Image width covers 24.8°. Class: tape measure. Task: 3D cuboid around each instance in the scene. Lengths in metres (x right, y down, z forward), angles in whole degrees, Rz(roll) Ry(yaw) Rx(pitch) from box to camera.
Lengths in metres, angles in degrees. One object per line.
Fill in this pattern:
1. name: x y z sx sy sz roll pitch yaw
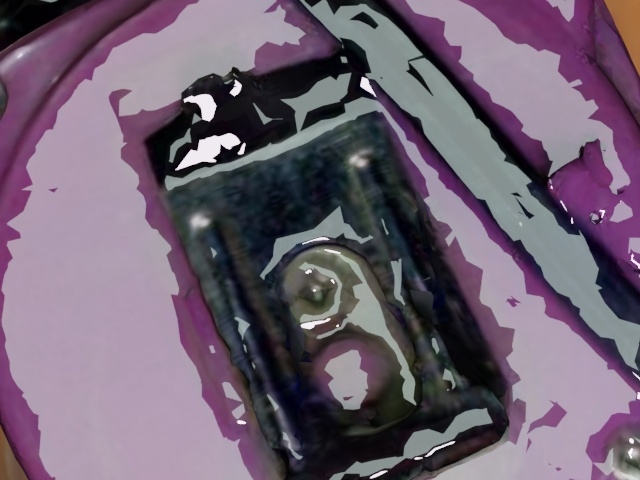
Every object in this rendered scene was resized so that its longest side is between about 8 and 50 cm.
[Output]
1. tape measure: 0.000 0.000 0.475 0.231 0.149 0.245 -26 87 -5
